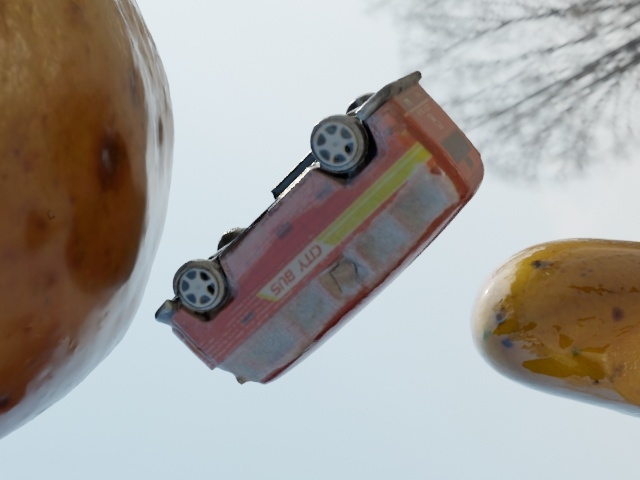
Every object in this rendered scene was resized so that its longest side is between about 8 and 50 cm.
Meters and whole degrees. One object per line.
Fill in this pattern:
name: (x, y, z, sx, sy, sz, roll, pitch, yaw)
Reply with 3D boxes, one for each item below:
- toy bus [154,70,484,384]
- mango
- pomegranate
toy bus: (0.000, 0.000, 0.563, 0.077, 0.174, 0.079, 45, -158, 1)
mango: (0.249, 0.074, 1.030, 0.290, 0.160, 0.191, 6, -165, -32)
pomegranate: (-0.265, -0.079, 0.601, 0.410, 0.410, 0.410, 46, -153, -33)
